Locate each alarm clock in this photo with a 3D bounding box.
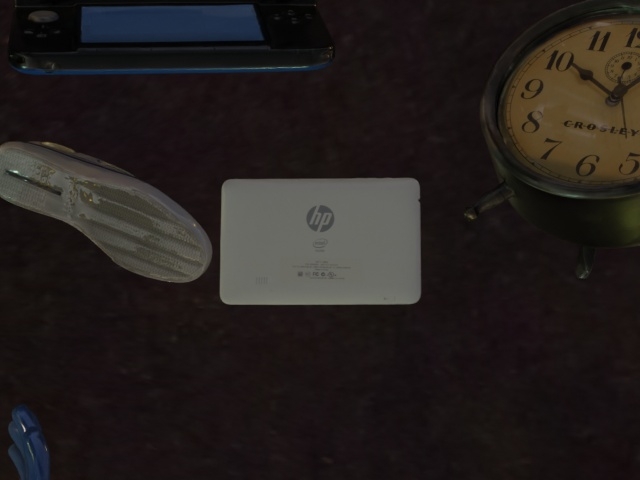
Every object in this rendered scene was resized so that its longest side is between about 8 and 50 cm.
[{"bbox_3d":[0.156,-0.073,0.826,0.192,0.129,0.064,-64,150,-24],"label":"alarm clock"}]

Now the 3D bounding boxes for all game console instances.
[{"bbox_3d":[-0.142,-0.269,1.526,0.293,0.250,0.173,-2,113,-7],"label":"game console"}]

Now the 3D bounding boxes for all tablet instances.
[{"bbox_3d":[0.000,0.000,0.685,0.083,0.006,0.054,0,76,1],"label":"tablet"}]

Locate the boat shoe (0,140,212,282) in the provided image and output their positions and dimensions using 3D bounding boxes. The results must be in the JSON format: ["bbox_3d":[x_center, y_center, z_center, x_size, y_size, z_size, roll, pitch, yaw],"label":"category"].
[{"bbox_3d":[-0.193,-0.040,1.520,0.226,0.076,0.083,29,115,5],"label":"boat shoe"}]

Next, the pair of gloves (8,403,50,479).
[{"bbox_3d":[-0.198,0.217,1.139,0.023,0.198,0.159,-4,52,-16],"label":"pair of gloves"}]
